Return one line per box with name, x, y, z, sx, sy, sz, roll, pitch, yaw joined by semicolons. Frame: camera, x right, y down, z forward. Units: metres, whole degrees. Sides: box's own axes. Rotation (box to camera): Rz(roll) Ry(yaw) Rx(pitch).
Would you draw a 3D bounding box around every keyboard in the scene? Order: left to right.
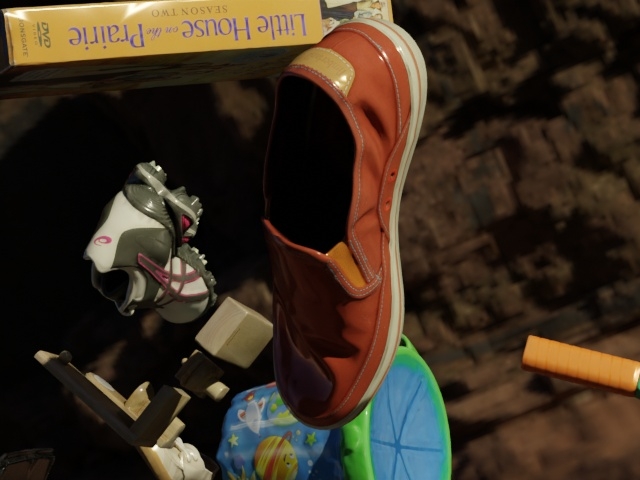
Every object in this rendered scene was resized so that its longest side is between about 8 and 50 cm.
keyboard;-0.217;0.175;0.914;0.038;0.100;0.192;22;-8;2

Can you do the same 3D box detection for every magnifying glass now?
magnifying glass;0.272;0.114;1.110;0.231;0.092;0.026;12;-26;16

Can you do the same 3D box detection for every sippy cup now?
sippy cup;0.009;0.251;1.698;0.224;0.240;0.305;-9;9;28

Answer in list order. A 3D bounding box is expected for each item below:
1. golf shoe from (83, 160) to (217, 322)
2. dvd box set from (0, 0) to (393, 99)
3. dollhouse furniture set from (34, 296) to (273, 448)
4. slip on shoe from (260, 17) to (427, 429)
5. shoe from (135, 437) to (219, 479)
golf shoe;-0.183;0.027;1.468;0.120;0.105;0.273;-47;-21;-20
dvd box set;-0.174;-0.209;1.551;0.420;0.062;0.307;-8;2;-27
dollhouse furniture set;-0.148;0.095;1.320;0.151;0.123;0.144;-52;-16;-1
slip on shoe;0.000;0.000;1.053;0.123;0.331;0.101;29;36;33
shoe;-0.166;0.256;1.668;0.058;0.076;0.219;-39;-22;-7
